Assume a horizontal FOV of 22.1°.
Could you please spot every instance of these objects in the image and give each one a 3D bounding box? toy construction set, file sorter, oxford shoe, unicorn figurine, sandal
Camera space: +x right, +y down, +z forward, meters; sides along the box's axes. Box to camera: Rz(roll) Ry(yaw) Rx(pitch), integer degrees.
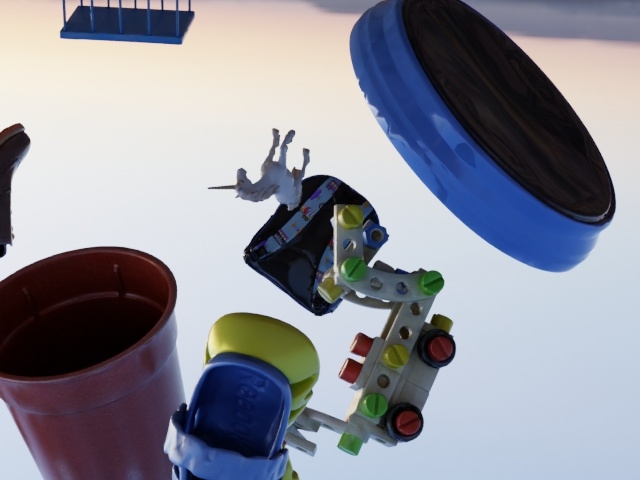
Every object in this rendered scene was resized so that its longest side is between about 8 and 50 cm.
[{"bbox_3d":[0.043,0.137,2.026,0.215,0.327,0.151,28,179,-9],"label":"toy construction set"},{"bbox_3d":[-0.268,-0.343,2.271,0.170,0.104,0.118,3,-154,4],"label":"file sorter"},{"bbox_3d":[-0.527,-0.037,2.526,0.133,0.363,0.130,36,140,-11],"label":"oxford shoe"},{"bbox_3d":[-0.059,-0.085,2.085,0.060,0.111,0.162,2,159,38],"label":"unicorn figurine"},{"bbox_3d":[-0.083,0.205,1.403,0.126,0.317,0.138,16,-133,12],"label":"sandal"}]

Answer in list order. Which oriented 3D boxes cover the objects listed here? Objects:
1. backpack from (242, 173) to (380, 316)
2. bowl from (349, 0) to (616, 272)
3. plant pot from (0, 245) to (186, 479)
[{"bbox_3d":[0.000,0.000,2.275,0.158,0.173,0.117,36,-176,9],"label":"backpack"},{"bbox_3d":[0.200,-0.140,1.922,0.077,0.391,0.391,-42,166,27],"label":"bowl"},{"bbox_3d":[-0.286,0.192,2.099,0.272,0.265,0.272,-8,-145,6],"label":"plant pot"}]
